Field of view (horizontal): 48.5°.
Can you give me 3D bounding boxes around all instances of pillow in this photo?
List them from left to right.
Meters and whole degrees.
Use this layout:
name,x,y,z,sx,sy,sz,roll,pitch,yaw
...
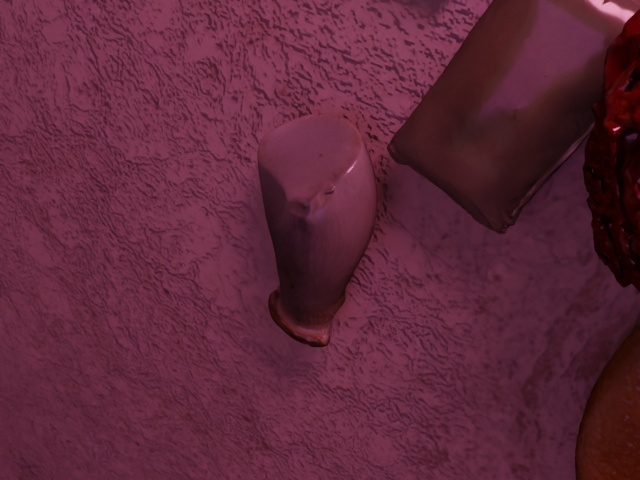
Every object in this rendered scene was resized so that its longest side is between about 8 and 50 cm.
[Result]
name,x,y,z,sx,sy,sz,roll,pitch,yaw
pillow,0.143,-0.102,0.518,0.119,0.053,0.208,38,125,5

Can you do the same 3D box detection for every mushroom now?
name,x,y,z,sx,sy,sz,roll,pitch,yaw
mushroom,0.000,0.000,0.650,0.116,0.093,0.225,26,137,37

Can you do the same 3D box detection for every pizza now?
name,x,y,z,sx,sy,sz,roll,pitch,yaw
pizza,0.298,0.199,0.570,0.182,0.074,0.365,5,117,33

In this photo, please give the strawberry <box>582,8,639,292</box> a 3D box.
name,x,y,z,sx,sy,sz,roll,pitch,yaw
strawberry,0.270,-0.042,0.364,0.274,0.220,0.274,12,120,22
